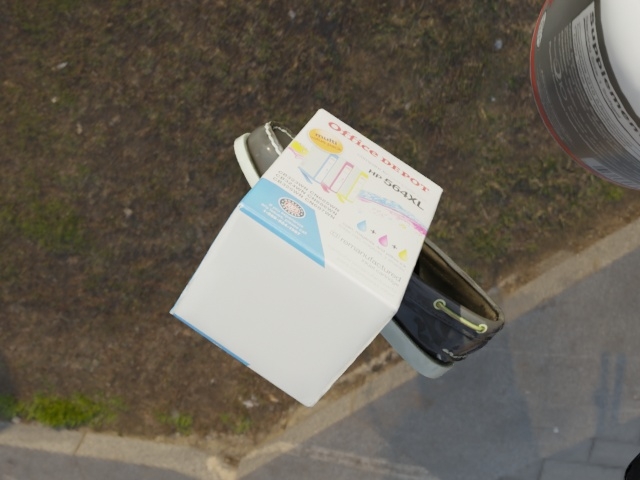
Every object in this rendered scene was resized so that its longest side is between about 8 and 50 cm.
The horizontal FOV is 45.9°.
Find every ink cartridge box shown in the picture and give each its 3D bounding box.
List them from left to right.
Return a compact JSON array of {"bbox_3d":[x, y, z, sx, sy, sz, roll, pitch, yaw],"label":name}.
[{"bbox_3d":[0.000,0.000,0.428,0.092,0.143,0.090,34,126,-3],"label":"ink cartridge box"}]

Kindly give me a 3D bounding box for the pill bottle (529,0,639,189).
[{"bbox_3d":[0.252,-0.129,0.432,0.210,0.363,0.210,0,94,6],"label":"pill bottle"}]

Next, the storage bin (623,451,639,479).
[{"bbox_3d":[0.376,0.232,0.713,0.084,0.122,0.180,17,127,-3],"label":"storage bin"}]

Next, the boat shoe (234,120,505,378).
[{"bbox_3d":[0.036,-0.004,0.537,0.069,0.081,0.228,-39,100,25],"label":"boat shoe"}]
